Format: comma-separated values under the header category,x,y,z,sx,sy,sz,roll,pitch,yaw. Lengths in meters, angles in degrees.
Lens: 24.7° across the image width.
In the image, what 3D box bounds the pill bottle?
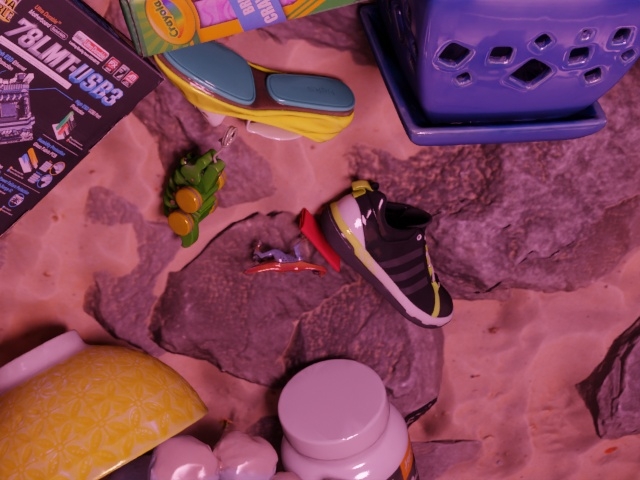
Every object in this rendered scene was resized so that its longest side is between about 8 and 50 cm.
category,x,y,z,sx,sy,sz,roll,pitch,yaw
pill bottle,0.039,0.286,1.813,0.162,0.162,0.278,-17,133,-3

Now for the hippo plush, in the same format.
category,x,y,z,sx,sy,sz,roll,pitch,yaw
hippo plush,-0.139,0.346,1.764,0.234,0.236,0.294,-36,105,-16

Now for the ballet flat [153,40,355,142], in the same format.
category,x,y,z,sx,sy,sz,roll,pitch,yaw
ballet flat,-0.074,-0.143,1.476,0.231,0.077,0.077,12,139,-28

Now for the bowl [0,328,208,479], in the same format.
category,x,y,z,sx,sy,sz,roll,pitch,yaw
bowl,-0.283,0.192,1.613,0.289,0.289,0.156,-29,89,8

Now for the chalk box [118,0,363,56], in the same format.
category,x,y,z,sx,sy,sz,roll,pitch,yaw
chalk box,-0.113,-0.289,1.265,0.289,0.180,0.179,-15,132,-3

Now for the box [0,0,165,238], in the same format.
category,x,y,z,sx,sy,sz,roll,pitch,yaw
box,-0.323,-0.116,1.310,0.293,0.073,0.295,-46,154,5

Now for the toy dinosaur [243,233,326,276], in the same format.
category,x,y,z,sx,sy,sz,roll,pitch,yaw
toy dinosaur,-0.036,0.031,1.638,0.082,0.090,0.047,24,142,3

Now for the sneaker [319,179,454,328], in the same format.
category,x,y,z,sx,sy,sz,roll,pitch,yaw
sneaker,0.099,0.015,1.653,0.097,0.084,0.235,-39,130,15

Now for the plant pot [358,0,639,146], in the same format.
category,x,y,z,sx,sy,sz,roll,pitch,yaw
plant pot,0.164,-0.220,1.380,0.236,0.236,0.212,-4,136,-15

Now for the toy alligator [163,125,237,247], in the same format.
category,x,y,z,sx,sy,sz,roll,pitch,yaw
toy alligator,-0.132,-0.065,1.526,0.051,0.056,0.189,35,137,10

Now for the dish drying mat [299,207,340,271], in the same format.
category,x,y,z,sx,sy,sz,roll,pitch,yaw
dish drying mat,0.000,0.000,1.645,0.008,0.032,0.083,-17,136,24
